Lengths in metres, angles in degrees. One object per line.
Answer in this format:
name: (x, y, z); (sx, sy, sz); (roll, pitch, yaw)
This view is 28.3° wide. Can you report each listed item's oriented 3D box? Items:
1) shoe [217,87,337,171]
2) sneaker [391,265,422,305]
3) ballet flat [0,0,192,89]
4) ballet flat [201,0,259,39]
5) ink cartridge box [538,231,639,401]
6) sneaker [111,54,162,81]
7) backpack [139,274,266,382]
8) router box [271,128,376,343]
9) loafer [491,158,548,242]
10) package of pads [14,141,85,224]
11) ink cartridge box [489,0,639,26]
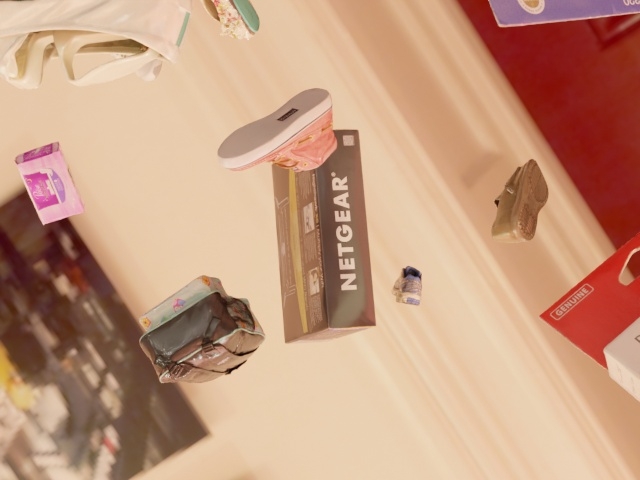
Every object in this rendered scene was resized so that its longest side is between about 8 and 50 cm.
shoe: (-0.047, -0.111, 1.545); (0.063, 0.081, 0.178); (20, -135, 40)
sneaker: (0.152, 0.071, 2.127); (0.052, 0.058, 0.135); (11, -173, -4)
ballet flat: (-0.362, -0.270, 1.717); (0.400, 0.139, 0.139); (-4, -167, 18)
ballet flat: (-0.181, -0.437, 2.170); (0.077, 0.241, 0.091); (-5, -136, 23)
ink cartridge box: (0.440, 0.055, 1.469); (0.296, 0.066, 0.261); (-38, -131, -12)
sneaker: (-0.313, -0.305, 2.093); (0.061, 0.152, 0.054); (14, 106, -43)
backpack: (-0.181, 0.145, 1.995); (0.166, 0.144, 0.188); (-36, 155, 12)
router box: (0.000, 0.000, 2.016); (0.081, 0.309, 0.243); (-2, 172, -18)
loafer: (0.235, -0.048, 1.515); (0.050, 0.056, 0.148); (-16, -155, 30)
package of pads: (-0.290, -0.060, 1.363); (0.050, 0.083, 0.032); (-18, -148, -2)
ink cartridge box: (0.307, -0.446, 1.635); (0.324, 0.330, 0.071); (-12, 164, -32)
